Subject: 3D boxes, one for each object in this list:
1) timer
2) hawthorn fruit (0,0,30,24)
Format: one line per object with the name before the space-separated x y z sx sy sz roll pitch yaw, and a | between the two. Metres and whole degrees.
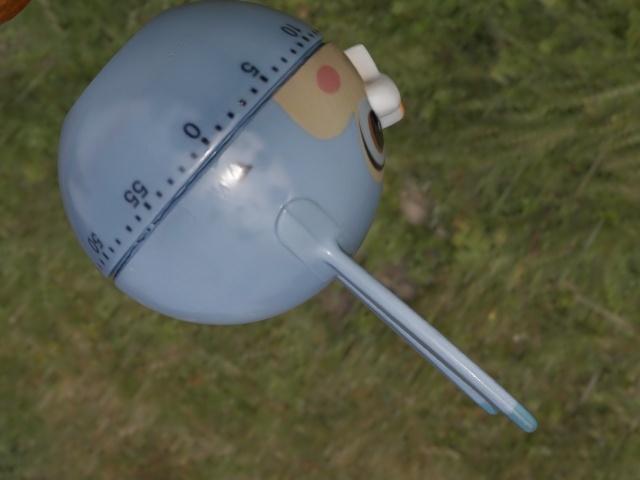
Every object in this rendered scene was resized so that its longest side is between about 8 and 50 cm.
timer | -0.001 -0.022 0.865 0.255 0.175 0.175 19 146 -1
hawthorn fruit | -0.144 -0.116 0.569 0.125 0.140 0.125 14 116 31
